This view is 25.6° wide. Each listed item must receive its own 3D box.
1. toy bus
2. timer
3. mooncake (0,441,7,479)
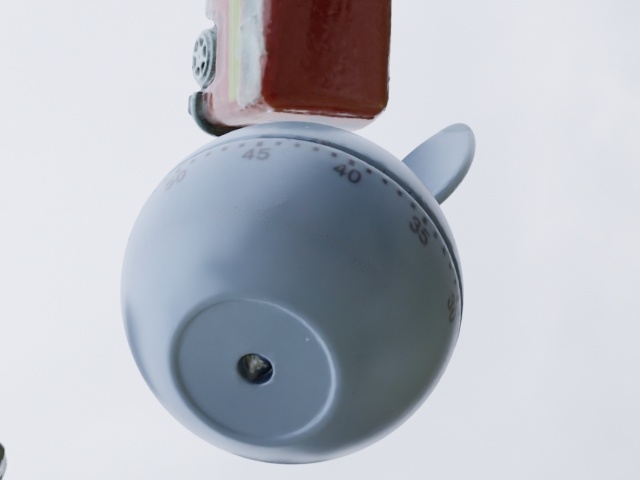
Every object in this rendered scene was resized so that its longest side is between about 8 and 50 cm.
[{"bbox_3d":[-0.012,-0.199,0.927,0.121,0.120,0.265,3,-91,-24],"label":"toy bus"},{"bbox_3d":[-0.001,0.021,0.698,0.255,0.175,0.175,-14,-60,-75],"label":"timer"},{"bbox_3d":[-0.376,0.148,0.990,0.254,0.250,0.136,57,-147,-41],"label":"mooncake"}]
